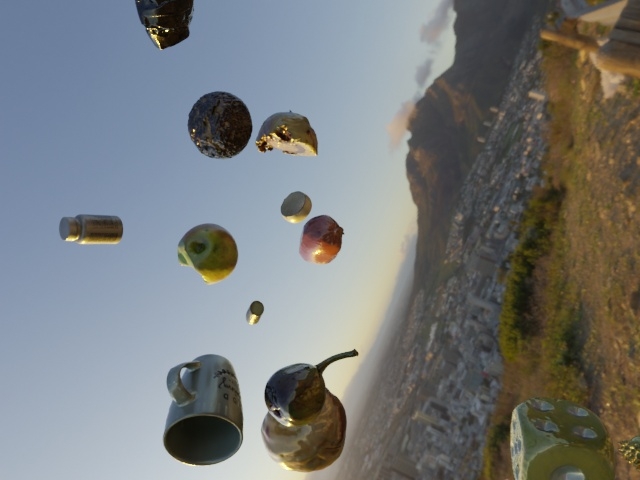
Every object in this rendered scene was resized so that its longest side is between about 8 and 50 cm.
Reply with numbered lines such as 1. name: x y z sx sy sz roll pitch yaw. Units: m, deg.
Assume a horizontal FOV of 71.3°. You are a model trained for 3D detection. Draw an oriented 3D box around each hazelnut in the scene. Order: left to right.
1. hazelnut: -0.046 0.539 1.303 0.241 0.261 0.261 53 130 56

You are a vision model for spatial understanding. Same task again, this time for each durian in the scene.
1. durian: 0.762 0.505 1.016 0.208 0.146 0.102 50 -125 -58

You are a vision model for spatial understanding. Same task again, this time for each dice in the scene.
1. dice: 0.705 0.624 1.324 0.233 0.238 0.226 -48 -42 -70

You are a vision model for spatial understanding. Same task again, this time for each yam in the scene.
1. yam: -0.181 0.200 1.227 0.043 0.043 0.094 -60 2 -33

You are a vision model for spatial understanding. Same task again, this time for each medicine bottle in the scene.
1. medicine bottle: -0.609 -0.030 1.187 0.140 0.079 0.079 -1 -66 -53

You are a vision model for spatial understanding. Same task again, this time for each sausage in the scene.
1. sausage: 0.000 0.000 1.442 0.254 0.148 0.148 101 -165 -67

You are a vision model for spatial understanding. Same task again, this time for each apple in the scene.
1. apple: -0.453 0.053 1.772 0.226 0.246 0.246 91 -158 -86

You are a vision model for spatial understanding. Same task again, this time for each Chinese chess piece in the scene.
1. Chinese chess piece: -0.089 -0.123 1.652 0.051 0.122 0.122 42 -113 -44

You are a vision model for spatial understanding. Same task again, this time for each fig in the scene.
1. fig: -0.014 0.318 1.036 0.245 0.149 0.149 -33 -30 -34

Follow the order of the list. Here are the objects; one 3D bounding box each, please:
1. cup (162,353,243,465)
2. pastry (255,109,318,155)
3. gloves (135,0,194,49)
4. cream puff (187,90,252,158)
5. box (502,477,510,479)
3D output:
1. cup: -0.306 0.392 1.136 0.234 0.186 0.258 -107 -5 -59
2. pastry: -0.123 -0.438 1.812 0.256 0.237 0.170 -3 80 60
3. gloves: -0.358 -0.566 1.016 0.164 0.124 0.203 -53 -8 -19
4. cream puff: -0.354 -0.399 1.544 0.165 0.239 0.239 -15 -53 -61
5. box: 0.567 0.964 1.468 0.273 0.265 0.048 -36 -24 23
